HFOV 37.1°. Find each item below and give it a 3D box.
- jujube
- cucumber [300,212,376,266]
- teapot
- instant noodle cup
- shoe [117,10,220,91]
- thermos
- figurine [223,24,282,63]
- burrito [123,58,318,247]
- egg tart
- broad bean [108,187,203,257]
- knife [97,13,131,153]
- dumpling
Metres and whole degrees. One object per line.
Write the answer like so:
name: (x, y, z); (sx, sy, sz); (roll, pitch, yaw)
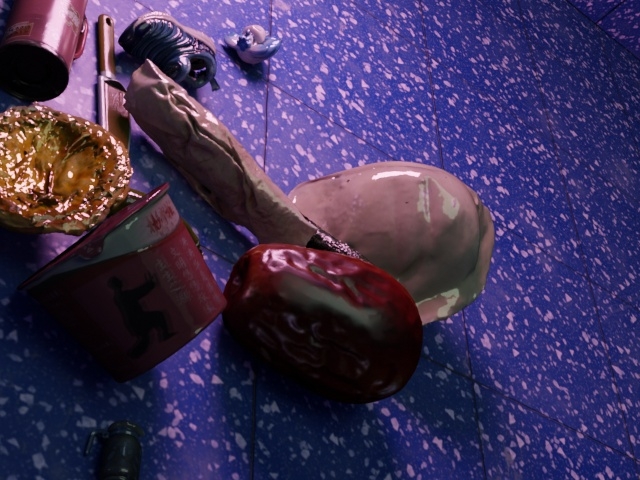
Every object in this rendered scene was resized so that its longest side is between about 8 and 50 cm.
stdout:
jujube: (0.008, 0.123, 1.472); (0.318, 0.223, 0.223); (24, 42, -21)
cucumber: (0.000, 0.001, 1.607); (0.257, 0.043, 0.044); (32, 38, 15)
teapot: (-0.253, 0.270, 1.182); (0.083, 0.064, 0.049); (-92, 162, -44)
instant noodle cup: (-0.245, 0.061, 1.236); (0.178, 0.235, 0.235); (56, 34, -10)
shoe: (-0.257, -0.324, 1.661); (0.207, 0.091, 0.106); (15, 45, -47)
thermos: (-0.415, -0.360, 1.507); (0.136, 0.109, 0.330); (27, 41, -29)
figurine: (-0.125, -0.391, 1.879); (0.114, 0.079, 0.114); (-2, 28, 1)
burrito: (-0.171, -0.122, 1.555); (0.392, 0.117, 0.076); (45, 24, -7)
egg tart: (-0.373, -0.082, 1.286); (0.232, 0.098, 0.252); (4, 45, -18)
broad bean: (-0.275, -0.045, 1.432); (0.255, 0.046, 0.065); (29, 53, -29)
knife: (-0.336, -0.247, 1.565); (0.061, 0.027, 0.343); (24, 43, -39)
dumpling: (0.129, 0.007, 1.686); (0.395, 0.233, 0.315); (13, 53, -10)
